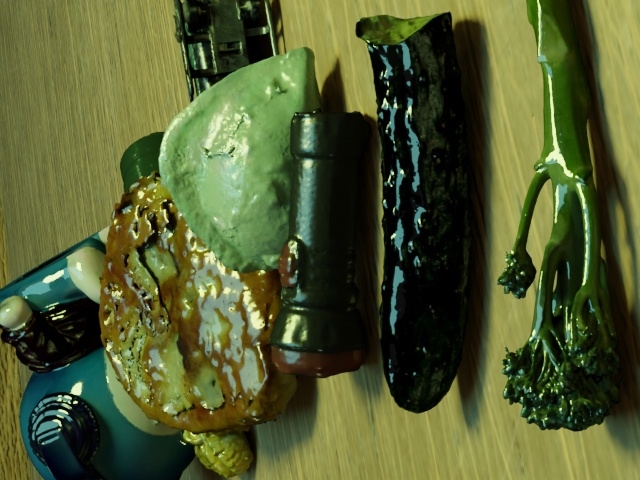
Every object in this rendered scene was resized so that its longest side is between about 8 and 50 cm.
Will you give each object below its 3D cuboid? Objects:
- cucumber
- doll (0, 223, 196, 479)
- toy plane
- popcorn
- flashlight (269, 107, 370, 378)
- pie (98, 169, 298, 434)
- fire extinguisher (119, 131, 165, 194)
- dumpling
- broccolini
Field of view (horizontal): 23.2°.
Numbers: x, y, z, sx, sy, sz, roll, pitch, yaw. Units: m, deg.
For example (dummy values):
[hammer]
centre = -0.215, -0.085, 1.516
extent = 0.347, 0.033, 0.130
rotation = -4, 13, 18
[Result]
[cucumber]
centre = 0.078, -0.020, 1.169
extent = 0.072, 0.081, 0.303
rotation = -14, -81, -66
[doll]
centre = -0.254, 0.164, 1.829
extent = 0.310, 0.240, 0.284
rotation = 62, -155, -8
[toy plane]
centre = -0.111, -0.233, 1.635
extent = 0.155, 0.106, 0.381
rotation = 122, 138, -76
[popcorn]
centre = -0.119, 0.223, 1.721
extent = 0.084, 0.084, 0.084
rotation = 178, 90, -70
[flashlight]
centre = 0.000, 0.000, 1.364
extent = 0.093, 0.093, 0.232
rotation = -162, 72, -69
[pie]
centre = -0.129, 0.071, 1.607
extent = 0.308, 0.085, 0.308
rotation = 13, 108, 45
[fire extinguisher]
centre = -0.159, 0.021, 1.791
extent = 0.114, 0.095, 0.311
rotation = 82, 172, -50
[dumpling]
centre = -0.058, -0.074, 1.427
extent = 0.105, 0.149, 0.216
rotation = 22, 107, 56
[broccolini]
centre = 0.135, -0.071, 1.005
extent = 0.079, 0.074, 0.392
rotation = 140, 126, -66
